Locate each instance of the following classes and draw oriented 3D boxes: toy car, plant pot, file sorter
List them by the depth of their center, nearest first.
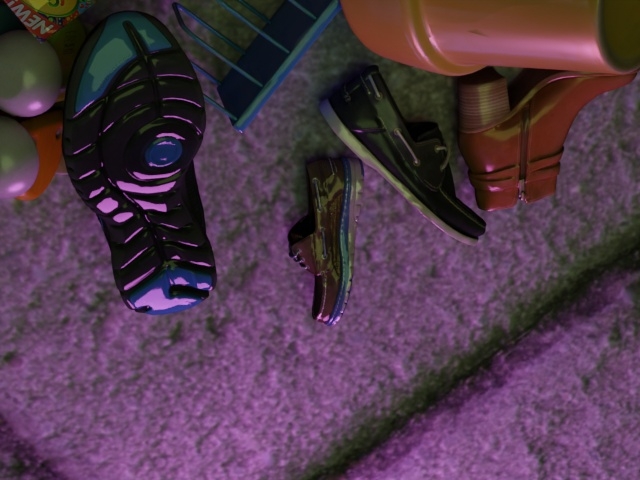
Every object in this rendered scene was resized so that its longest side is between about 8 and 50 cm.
[{"bbox_3d":[0.180,-0.254,1.210,0.254,0.239,0.254,-29,130,-41],"label":"plant pot"},{"bbox_3d":[-0.280,-0.133,1.269,0.136,0.159,0.182,25,111,14],"label":"toy car"},{"bbox_3d":[-0.069,-0.211,1.289,0.104,0.118,0.170,34,103,-23],"label":"file sorter"}]

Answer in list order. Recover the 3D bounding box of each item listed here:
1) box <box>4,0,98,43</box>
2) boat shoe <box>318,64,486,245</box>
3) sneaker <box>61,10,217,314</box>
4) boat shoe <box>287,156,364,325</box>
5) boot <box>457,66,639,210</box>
[{"bbox_3d":[-0.215,-0.374,1.134,0.279,0.177,0.290,-36,119,5],"label":"box"},{"bbox_3d":[0.101,-0.081,1.418,0.079,0.084,0.233,-43,116,8],"label":"boat shoe"},{"bbox_3d":[-0.173,-0.081,1.262,0.125,0.139,0.340,-12,139,-12],"label":"sneaker"},{"bbox_3d":[0.000,0.000,1.446,0.066,0.066,0.183,3,105,-12],"label":"boat shoe"},{"bbox_3d":[0.240,-0.116,1.449,0.197,0.073,0.152,-10,118,2],"label":"boot"}]
